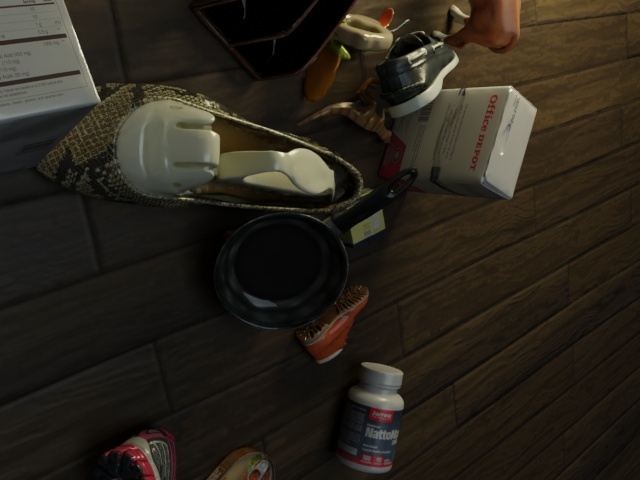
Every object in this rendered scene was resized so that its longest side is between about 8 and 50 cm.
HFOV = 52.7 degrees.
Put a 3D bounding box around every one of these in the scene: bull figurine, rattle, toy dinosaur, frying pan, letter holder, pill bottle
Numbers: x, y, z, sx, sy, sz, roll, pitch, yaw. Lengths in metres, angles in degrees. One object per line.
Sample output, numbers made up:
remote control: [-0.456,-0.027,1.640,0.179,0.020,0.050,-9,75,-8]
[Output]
bull figurine: [0.294,-0.498,1.172,0.101,0.188,0.310,-12,105,-40]
rattle: [0.065,-0.315,1.089,0.199,0.130,0.143,-41,137,-59]
toy dinosaur: [0.069,-0.222,1.109,0.211,0.064,0.112,13,90,-41]
frying pan: [-0.026,-0.009,0.928,0.197,0.053,0.326,23,109,-22]
letter holder: [-0.001,-0.396,0.919,0.152,0.214,0.302,44,69,-36]
pill bottle: [0.096,0.324,1.194,0.108,0.108,0.180,11,89,-41]

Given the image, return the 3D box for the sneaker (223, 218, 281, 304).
sneaker: [-0.081,0.036,1.022,0.075,0.063,0.170,-40,116,-22]

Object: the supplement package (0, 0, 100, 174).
supplement package: [-0.362,-0.140,0.605,0.204,0.262,0.145,-23,97,-36]

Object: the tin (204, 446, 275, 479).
tin: [-0.153,0.421,1.044,0.189,0.040,0.106,-44,127,-27]

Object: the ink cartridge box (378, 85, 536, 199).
ink cartridge box: [0.239,-0.173,1.147,0.100,0.237,0.172,22,83,-41]

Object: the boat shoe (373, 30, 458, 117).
boat shoe: [0.162,-0.306,1.088,0.091,0.114,0.302,62,24,-22]

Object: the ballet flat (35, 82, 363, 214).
ballet flat: [-0.128,-0.113,0.880,0.482,0.182,0.164,6,95,-41]

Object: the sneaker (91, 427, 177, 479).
sneaker: [-0.247,0.416,0.917,0.112,0.120,0.299,-27,127,-68]

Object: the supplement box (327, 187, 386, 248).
supplement box: [0.062,-0.042,1.137,0.083,0.056,0.083,-25,113,-35]

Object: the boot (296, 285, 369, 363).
boot: [0.032,0.148,1.148,0.158,0.059,0.085,-40,124,-19]
